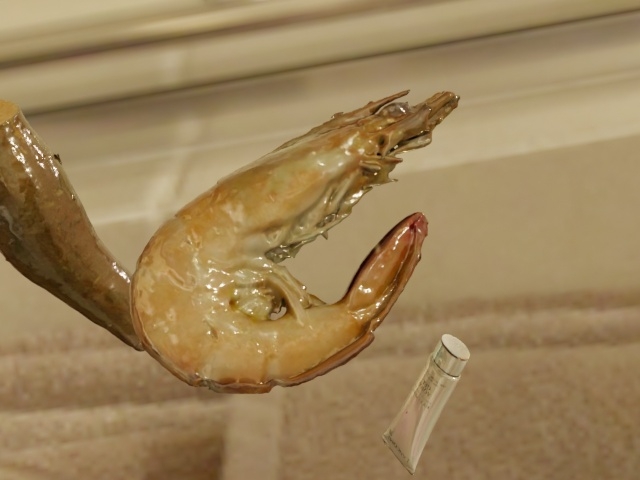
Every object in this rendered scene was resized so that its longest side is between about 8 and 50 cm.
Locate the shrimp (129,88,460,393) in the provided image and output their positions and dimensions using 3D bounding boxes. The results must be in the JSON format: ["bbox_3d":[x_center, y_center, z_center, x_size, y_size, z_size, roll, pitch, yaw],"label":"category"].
[{"bbox_3d":[-0.001,-0.002,0.945,0.133,0.236,0.053,45,-17,27],"label":"shrimp"}]

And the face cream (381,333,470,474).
[{"bbox_3d":[0.074,0.115,1.165,0.038,0.020,0.115,48,-47,30],"label":"face cream"}]

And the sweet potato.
[{"bbox_3d":[-0.197,-0.004,1.208,0.244,0.077,0.077,59,12,-20],"label":"sweet potato"}]
